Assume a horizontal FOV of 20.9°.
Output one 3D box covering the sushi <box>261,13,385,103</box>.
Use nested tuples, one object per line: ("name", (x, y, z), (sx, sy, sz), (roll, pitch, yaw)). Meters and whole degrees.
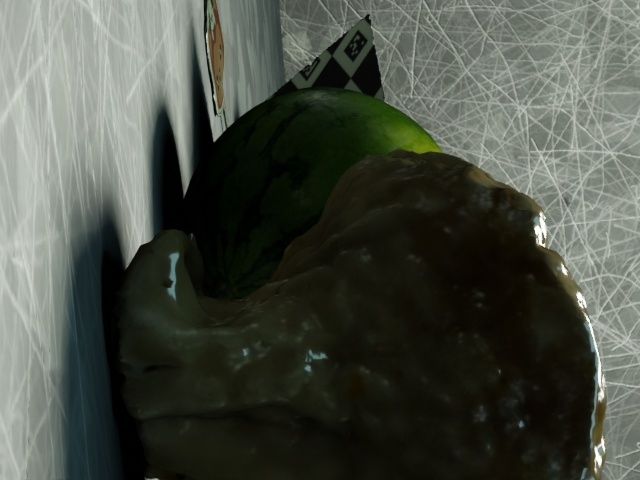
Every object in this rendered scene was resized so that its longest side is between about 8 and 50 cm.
("sushi", (-0.002, -0.036, 1.665), (0.264, 0.050, 0.290), (-37, -136, 36))

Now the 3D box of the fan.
("fan", (-0.109, -0.174, 1.882), (0.132, 0.009, 0.220), (-89, 174, -47))

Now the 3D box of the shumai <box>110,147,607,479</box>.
("shumai", (0.007, 0.090, 1.042), (0.314, 0.262, 0.267), (56, -44, 36))

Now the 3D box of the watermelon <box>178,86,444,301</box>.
("watermelon", (0.003, -0.002, 1.396), (0.242, 0.242, 0.242), (-4, 90, -88))
